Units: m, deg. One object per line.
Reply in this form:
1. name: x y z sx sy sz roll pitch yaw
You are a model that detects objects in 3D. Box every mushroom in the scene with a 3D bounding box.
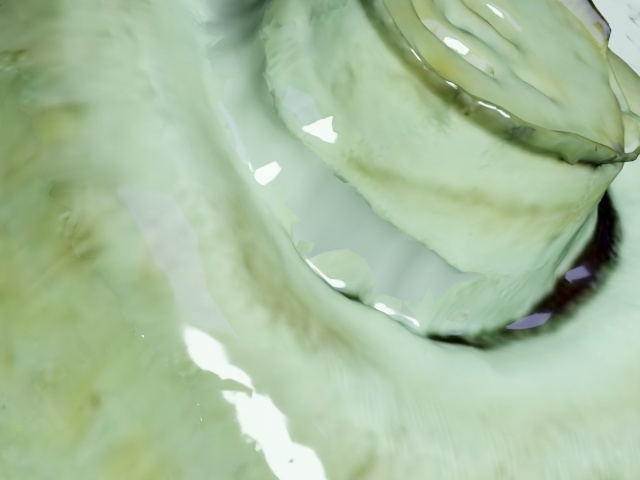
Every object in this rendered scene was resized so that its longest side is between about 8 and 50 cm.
1. mushroom: 0.000 0.000 0.655 0.352 0.260 0.352 25 41 -24
